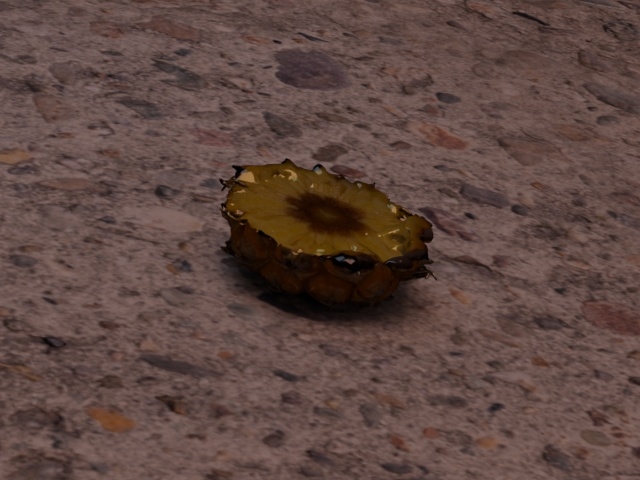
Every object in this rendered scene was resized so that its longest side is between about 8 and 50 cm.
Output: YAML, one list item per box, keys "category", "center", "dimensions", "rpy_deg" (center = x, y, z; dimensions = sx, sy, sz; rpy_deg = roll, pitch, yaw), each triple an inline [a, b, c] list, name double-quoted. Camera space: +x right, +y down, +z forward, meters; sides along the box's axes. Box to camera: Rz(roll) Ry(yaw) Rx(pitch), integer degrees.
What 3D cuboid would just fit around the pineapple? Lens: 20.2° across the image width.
- category: "pineapple"
  center: [0.000, 0.000, 1.651]
  dimensions: [0.225, 0.076, 0.225]
  rpy_deg: [11, 25, -5]
